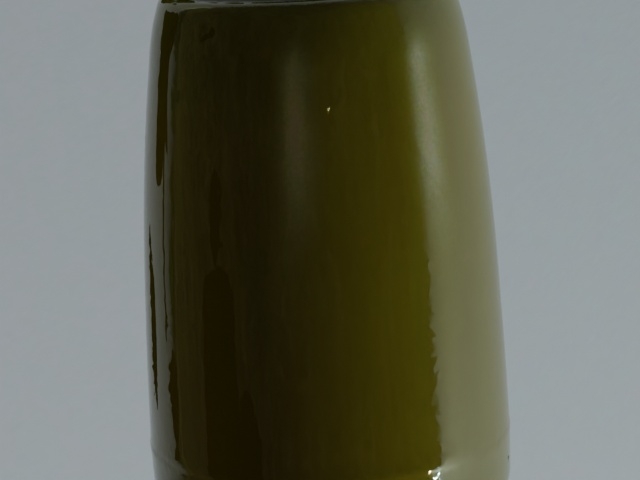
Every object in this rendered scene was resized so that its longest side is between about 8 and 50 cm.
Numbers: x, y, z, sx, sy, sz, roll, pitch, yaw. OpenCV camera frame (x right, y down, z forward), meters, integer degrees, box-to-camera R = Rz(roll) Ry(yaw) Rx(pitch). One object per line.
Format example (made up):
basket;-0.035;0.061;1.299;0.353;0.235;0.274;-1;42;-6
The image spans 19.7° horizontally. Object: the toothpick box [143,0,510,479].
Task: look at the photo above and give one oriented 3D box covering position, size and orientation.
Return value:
toothpick box;0.000;0.000;0.873;0.175;0.175;0.271;2;-76;19
